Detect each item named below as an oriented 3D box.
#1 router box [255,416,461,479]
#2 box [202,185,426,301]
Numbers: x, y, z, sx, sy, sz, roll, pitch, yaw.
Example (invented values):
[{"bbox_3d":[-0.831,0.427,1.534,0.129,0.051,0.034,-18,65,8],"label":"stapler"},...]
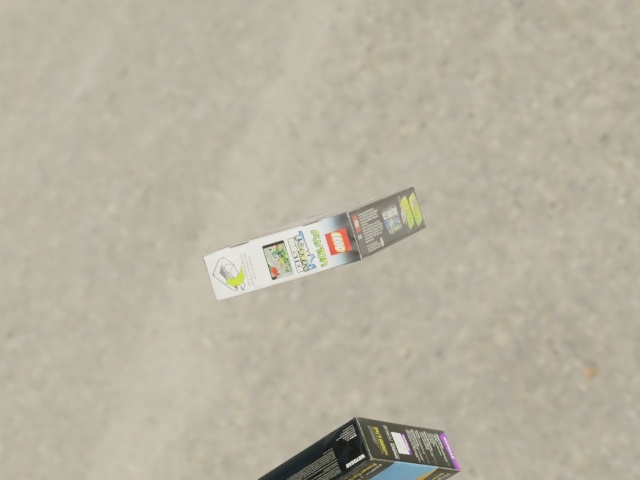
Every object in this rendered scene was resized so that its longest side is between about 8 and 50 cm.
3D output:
[{"bbox_3d":[0.012,0.216,1.688,0.179,0.133,0.046,-35,61,28],"label":"router box"},{"bbox_3d":[0.000,0.000,1.456,0.114,0.036,0.207,-16,2,17],"label":"box"}]
